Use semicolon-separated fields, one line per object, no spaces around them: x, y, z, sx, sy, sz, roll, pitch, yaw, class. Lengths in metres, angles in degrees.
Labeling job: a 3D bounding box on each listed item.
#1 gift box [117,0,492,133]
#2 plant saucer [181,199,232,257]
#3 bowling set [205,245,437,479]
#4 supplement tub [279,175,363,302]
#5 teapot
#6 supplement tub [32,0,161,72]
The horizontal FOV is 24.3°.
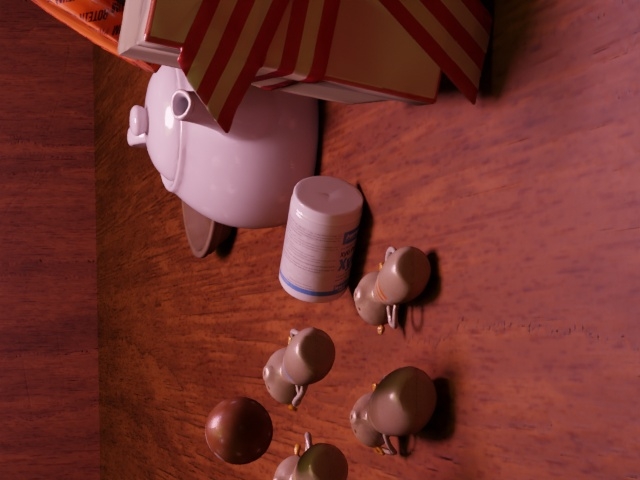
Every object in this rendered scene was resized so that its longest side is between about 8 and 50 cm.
-0.014;-0.212;1.150;0.258;0.255;0.276;-169;85;-76;gift box
-0.152;-0.114;2.038;0.278;0.041;0.278;179;90;-75;plant saucer
-0.005;0.143;1.238;0.154;0.199;0.287;130;141;-69;bowling set
0.000;0.000;1.431;0.071;0.071;0.107;-110;24;-50;supplement tub
-0.118;-0.129;1.637;0.252;0.187;0.256;-106;21;-45;teapot
-0.138;-0.344;1.422;0.338;0.207;0.207;-58;16;-3;supplement tub
